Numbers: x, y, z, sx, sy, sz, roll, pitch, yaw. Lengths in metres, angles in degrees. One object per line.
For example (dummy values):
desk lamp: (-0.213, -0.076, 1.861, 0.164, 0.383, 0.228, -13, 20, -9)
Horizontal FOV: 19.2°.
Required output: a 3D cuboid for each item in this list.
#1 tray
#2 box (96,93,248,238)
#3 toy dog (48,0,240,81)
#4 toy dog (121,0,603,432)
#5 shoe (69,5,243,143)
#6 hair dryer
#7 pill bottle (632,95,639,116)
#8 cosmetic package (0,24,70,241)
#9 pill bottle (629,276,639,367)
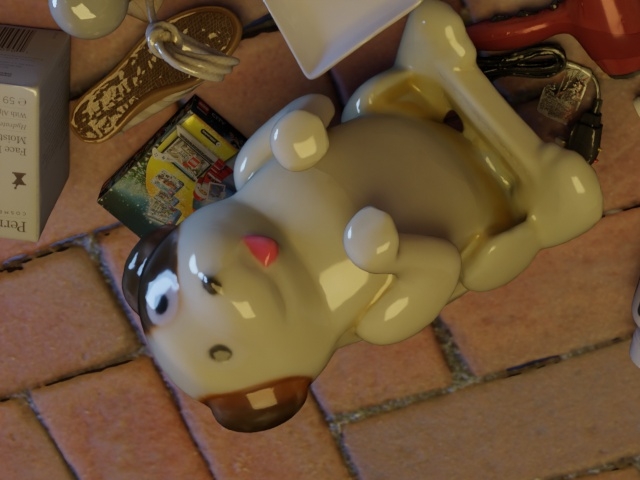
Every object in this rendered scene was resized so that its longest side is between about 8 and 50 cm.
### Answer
tray: (-0.013, -0.305, 1.858, 0.145, 0.030, 0.270, -34, 76, 22)
box: (-0.106, -0.028, 2.082, 0.233, 0.044, 0.159, 41, 115, -17)
toy dog: (-0.196, -0.290, 1.821, 0.220, 0.334, 0.161, 14, 105, -31)
toy dog: (0.000, 0.000, 1.882, 0.284, 0.408, 0.395, 56, 154, 5)
shoe: (-0.172, -0.180, 2.004, 0.219, 0.058, 0.076, -32, 92, 17)
hair dryer: (0.232, -0.214, 1.927, 0.224, 0.080, 0.293, 19, 119, -5)
pill bottle: (0.369, -0.153, 1.969, 0.083, 0.043, 0.043, -29, 113, 20)
cosmetic package: (-0.352, -0.118, 1.993, 0.151, 0.151, 0.183, 6, 120, 3)
pill bottle: (0.396, 0.056, 2.048, 0.108, 0.108, 0.180, 11, 120, -1)
